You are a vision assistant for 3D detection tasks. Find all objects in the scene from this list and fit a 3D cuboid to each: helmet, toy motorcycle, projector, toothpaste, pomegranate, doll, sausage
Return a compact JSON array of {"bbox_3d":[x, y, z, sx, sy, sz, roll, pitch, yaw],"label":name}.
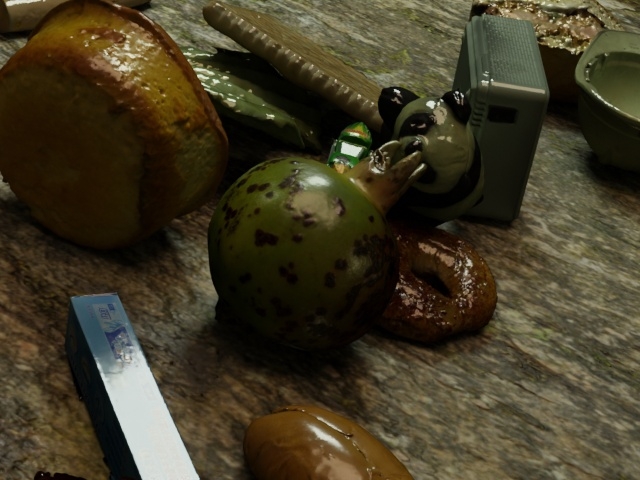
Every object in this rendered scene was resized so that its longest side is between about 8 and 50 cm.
[{"bbox_3d":[0.446,-0.175,1.786,0.204,0.137,0.257,17,38,4],"label":"helmet"},{"bbox_3d":[0.019,-0.062,1.462,0.074,0.106,0.190,17,32,4],"label":"toy motorcycle"},{"bbox_3d":[0.219,-0.163,1.629,0.099,0.192,0.256,8,30,-1],"label":"projector"},{"bbox_3d":[-0.163,0.150,1.081,0.053,0.066,0.272,-2,34,-26],"label":"toothpaste"},{"bbox_3d":[-0.001,-0.004,1.258,0.198,0.198,0.246,27,57,21],"label":"pomegranate"},{"bbox_3d":[0.120,-0.093,1.441,0.135,0.234,0.143,7,74,11],"label":"doll"},{"bbox_3d":[-0.349,-0.352,1.837,0.066,0.065,0.301,32,37,28],"label":"sausage"}]

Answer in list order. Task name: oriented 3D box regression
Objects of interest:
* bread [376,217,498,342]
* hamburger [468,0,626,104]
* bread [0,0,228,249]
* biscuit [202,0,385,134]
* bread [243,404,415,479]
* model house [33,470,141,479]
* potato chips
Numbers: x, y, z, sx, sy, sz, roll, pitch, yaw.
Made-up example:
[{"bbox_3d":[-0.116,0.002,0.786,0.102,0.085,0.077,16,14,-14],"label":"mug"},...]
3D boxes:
[{"bbox_3d":[0.106,0.039,1.378,0.193,0.064,0.193,12,33,-8],"label":"bread"},{"bbox_3d":[0.357,-0.291,1.925,0.282,0.245,0.155,41,40,-43],"label":"hamburger"},{"bbox_3d":[-0.233,-0.118,1.321,0.268,0.268,0.145,22,38,14],"label":"bread"},{"bbox_3d":[0.002,-0.226,1.702,0.325,0.044,0.217,34,16,16],"label":"biscuit"},{"bbox_3d":[0.012,0.197,1.071,0.189,0.077,0.114,37,42,29],"label":"bread"},{"bbox_3d":[-0.111,0.233,0.876,0.203,0.164,0.141,22,37,10],"label":"model house"},{"bbox_3d":[-0.186,-0.194,1.593,0.389,0.097,0.373,14,13,6],"label":"potato chips"}]
